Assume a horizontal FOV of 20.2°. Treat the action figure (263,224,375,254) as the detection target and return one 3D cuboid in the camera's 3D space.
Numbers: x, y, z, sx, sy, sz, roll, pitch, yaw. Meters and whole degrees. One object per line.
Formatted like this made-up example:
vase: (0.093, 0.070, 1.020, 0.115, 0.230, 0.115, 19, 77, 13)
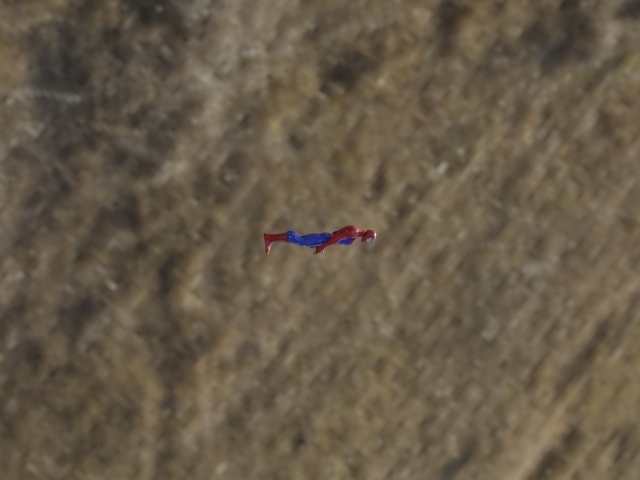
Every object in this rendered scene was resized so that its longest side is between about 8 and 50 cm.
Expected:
action figure: (0.000, 0.000, 1.859, 0.038, 0.115, 0.030, -122, -155, -87)
